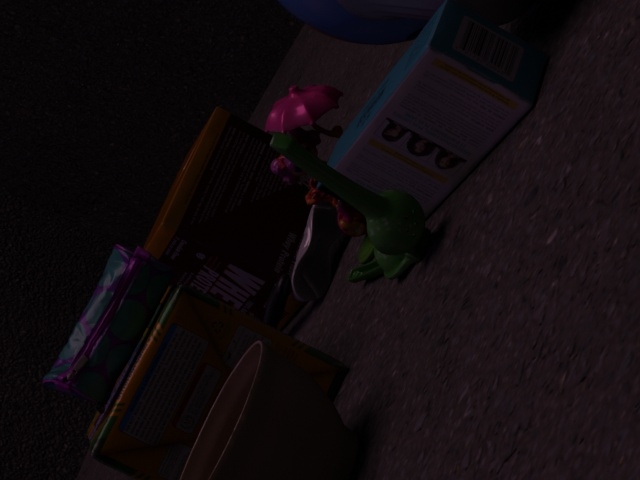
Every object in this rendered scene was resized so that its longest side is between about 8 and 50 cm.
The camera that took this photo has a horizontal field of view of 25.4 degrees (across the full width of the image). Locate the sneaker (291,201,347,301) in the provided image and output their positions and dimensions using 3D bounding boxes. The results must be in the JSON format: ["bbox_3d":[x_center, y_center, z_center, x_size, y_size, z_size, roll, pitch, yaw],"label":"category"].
[{"bbox_3d":[0.000,0.000,1.619,0.152,0.053,0.061,-66,7,-15],"label":"sneaker"}]

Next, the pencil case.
[{"bbox_3d":[-0.195,0.079,1.322,0.152,0.064,0.070,-63,-8,-9],"label":"pencil case"}]

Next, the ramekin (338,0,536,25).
[{"bbox_3d":[0.119,-0.314,1.213,0.277,0.135,0.277,-33,-48,-47],"label":"ramekin"}]

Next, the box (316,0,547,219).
[{"bbox_3d":[0.091,-0.099,1.235,0.244,0.100,0.060,-49,15,56],"label":"box"}]

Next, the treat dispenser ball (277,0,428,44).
[{"bbox_3d":[0.059,-0.356,1.544,0.288,0.288,0.288,-60,9,17],"label":"treat dispenser ball"}]

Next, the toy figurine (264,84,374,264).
[{"bbox_3d":[0.014,-0.084,1.437,0.173,0.159,0.130,-62,9,14],"label":"toy figurine"}]

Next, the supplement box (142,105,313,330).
[{"bbox_3d":[-0.093,-0.020,1.745,0.129,0.194,0.191,-50,16,55],"label":"supplement box"}]

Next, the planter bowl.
[{"bbox_3d":[-0.037,0.176,1.144,0.162,0.109,0.162,-60,10,18],"label":"planter bowl"}]

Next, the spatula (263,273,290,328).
[{"bbox_3d":[-0.080,0.125,1.703,0.296,0.030,0.084,120,172,-51],"label":"spatula"}]

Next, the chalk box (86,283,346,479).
[{"bbox_3d":[-0.116,0.159,1.416,0.180,0.179,0.289,-64,9,-8],"label":"chalk box"}]

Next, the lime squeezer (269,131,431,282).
[{"bbox_3d":[0.044,-0.003,1.261,0.310,0.109,0.059,59,-146,-65],"label":"lime squeezer"}]
